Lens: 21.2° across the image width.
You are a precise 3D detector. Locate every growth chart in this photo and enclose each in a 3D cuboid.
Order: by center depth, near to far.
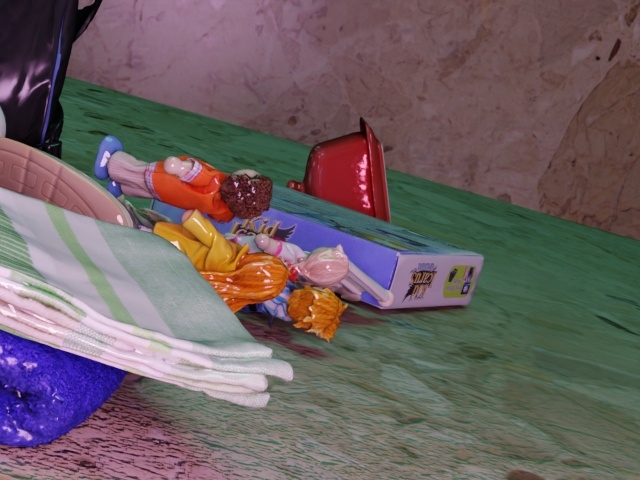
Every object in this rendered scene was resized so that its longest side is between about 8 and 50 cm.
[{"bbox_3d":[-0.058,0.013,1.520,0.237,0.021,0.172,14,-10,16],"label":"growth chart"}]

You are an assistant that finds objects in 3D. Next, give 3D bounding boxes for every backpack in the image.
[{"bbox_3d":[-0.362,-0.217,1.908,0.213,0.276,0.263,17,-6,-9],"label":"backpack"}]

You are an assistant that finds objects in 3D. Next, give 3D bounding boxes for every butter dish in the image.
[{"bbox_3d":[0.018,-0.060,2.022,0.118,0.160,0.160,-6,8,-2],"label":"butter dish"}]

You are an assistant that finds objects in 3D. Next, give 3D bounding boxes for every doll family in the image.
[{"bbox_3d":[-0.068,0.024,1.304,0.163,0.118,0.263,13,-13,25],"label":"doll family"}]

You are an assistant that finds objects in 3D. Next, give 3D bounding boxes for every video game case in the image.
[{"bbox_3d":[0.000,0.000,1.737,0.270,0.061,0.244,19,6,24],"label":"video game case"}]

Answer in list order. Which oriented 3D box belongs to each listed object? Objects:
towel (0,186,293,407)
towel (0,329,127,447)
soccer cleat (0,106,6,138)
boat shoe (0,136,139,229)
[{"bbox_3d":[-0.191,-0.013,0.890,0.325,0.038,0.248,21,9,-27],"label":"towel"},{"bbox_3d":[-0.208,0.022,0.966,0.228,0.076,0.308,19,8,2],"label":"towel"},{"bbox_3d":[-0.462,-0.146,1.651,0.318,0.108,0.116,21,12,15],"label":"soccer cleat"},{"bbox_3d":[-0.248,-0.034,1.271,0.285,0.102,0.092,13,10,23],"label":"boat shoe"}]
